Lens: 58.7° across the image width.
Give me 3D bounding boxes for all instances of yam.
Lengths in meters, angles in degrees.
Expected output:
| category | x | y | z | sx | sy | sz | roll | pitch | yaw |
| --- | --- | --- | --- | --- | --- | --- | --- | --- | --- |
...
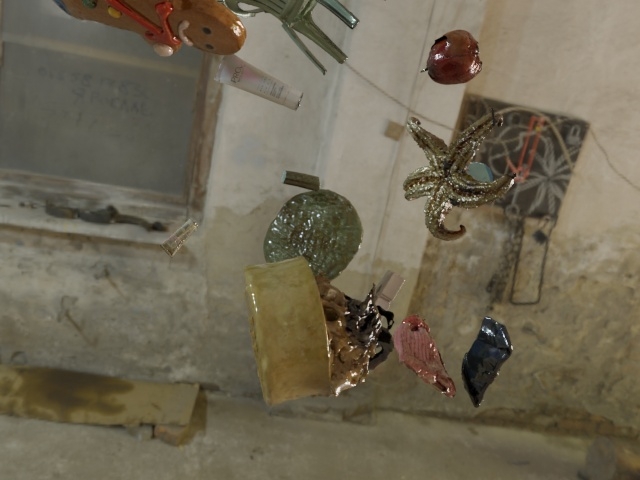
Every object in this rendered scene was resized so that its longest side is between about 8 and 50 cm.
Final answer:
| category | x | y | z | sx | sy | sz | roll | pitch | yaw |
| --- | --- | --- | --- | --- | --- | --- | --- | --- | --- |
| yam | -0.066 | -0.206 | 1.954 | 0.132 | 0.054 | 0.054 | 11 | 16 | -10 |

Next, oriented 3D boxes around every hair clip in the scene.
| category | x | y | z | sx | sy | sz | roll | pitch | yaw |
| --- | --- | --- | --- | --- | --- | --- | --- | --- | --- |
| hair clip | 0.207 | 0.267 | 2.187 | 0.085 | 0.331 | 0.101 | 36 | -4 | -9 |

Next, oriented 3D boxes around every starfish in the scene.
| category | x | y | z | sx | sy | sz | roll | pitch | yaw |
| --- | --- | --- | --- | --- | --- | --- | --- | --- | --- |
| starfish | 0.285 | -0.159 | 1.246 | 0.113 | 0.303 | 0.312 | 1 | 45 | -35 |

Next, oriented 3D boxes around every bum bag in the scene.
| category | x | y | z | sx | sy | sz | roll | pitch | yaw |
| --- | --- | --- | --- | --- | --- | --- | --- | --- | --- |
| bum bag | 0.472 | 0.345 | 1.642 | 0.074 | 0.310 | 0.137 | -2 | 40 | -20 |

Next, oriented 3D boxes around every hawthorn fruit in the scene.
| category | x | y | z | sx | sy | sz | roll | pitch | yaw |
| --- | --- | --- | --- | --- | --- | --- | --- | --- | --- |
| hawthorn fruit | 0.362 | -0.506 | 1.595 | 0.172 | 0.148 | 0.148 | -12 | 4 | 28 |

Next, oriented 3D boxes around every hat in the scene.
| category | x | y | z | sx | sy | sz | roll | pitch | yaw |
| --- | --- | --- | --- | --- | --- | --- | --- | --- | --- |
| hat | 0.299 | 0.333 | 1.731 | 0.236 | 0.107 | 0.286 | 39 | 24 | -26 |

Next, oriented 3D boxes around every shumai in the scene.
| category | x | y | z | sx | sy | sz | roll | pitch | yaw |
| --- | --- | --- | --- | --- | --- | --- | --- | --- | --- |
| shumai | 0.000 | 0.000 | 2.173 | 0.324 | 0.397 | 0.323 | 46 | 12 | 12 |

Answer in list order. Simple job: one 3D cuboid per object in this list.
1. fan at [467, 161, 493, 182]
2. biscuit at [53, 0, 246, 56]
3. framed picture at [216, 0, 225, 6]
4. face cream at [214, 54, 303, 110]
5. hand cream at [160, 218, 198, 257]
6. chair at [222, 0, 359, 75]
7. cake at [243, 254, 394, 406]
| category | x | y | z | sx | sy | sz | roll | pitch | yaw |
| --- | --- | --- | --- | --- | --- | --- | --- | --- | --- |
| fan | 0.450 | -0.206 | 1.706 | 0.113 | 0.175 | 0.005 | -32 | -14 | 36 |
| biscuit | -0.273 | -0.355 | 0.875 | 0.324 | 0.049 | 0.205 | 17 | -15 | -7 |
| framed picture | -0.371 | -0.685 | 1.470 | 0.273 | 0.216 | 0.016 | -5 | -21 | -11 |
| face cream | -0.168 | -0.441 | 1.600 | 0.243 | 0.092 | 0.058 | 22 | 0 | -12 |
| hand cream | -0.459 | -0.012 | 1.873 | 0.039 | 0.061 | 0.143 | 16 | 56 | 47 |
| chair | -0.041 | -0.497 | 1.179 | 0.274 | 0.203 | 0.190 | 38 | 44 | -1 |
| cake | 0.002 | 0.187 | 1.271 | 0.321 | 0.332 | 0.332 | -8 | 20 | -12 |
